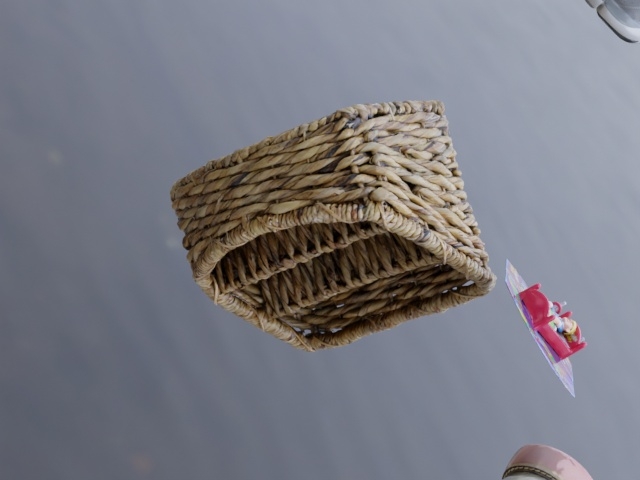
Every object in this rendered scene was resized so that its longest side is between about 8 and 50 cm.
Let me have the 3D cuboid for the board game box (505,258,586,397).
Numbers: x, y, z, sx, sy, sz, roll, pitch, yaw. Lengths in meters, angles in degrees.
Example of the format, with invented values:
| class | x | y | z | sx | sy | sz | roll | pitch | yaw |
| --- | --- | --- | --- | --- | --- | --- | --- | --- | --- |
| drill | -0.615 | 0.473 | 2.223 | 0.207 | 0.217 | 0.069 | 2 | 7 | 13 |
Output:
| class | x | y | z | sx | sy | sz | roll | pitch | yaw |
| --- | --- | --- | --- | --- | --- | --- | --- | --- | --- |
| board game box | 0.231 | 0.077 | 1.580 | 0.133 | 0.033 | 0.169 | 59 | 12 | -6 |

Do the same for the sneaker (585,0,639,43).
| class | x | y | z | sx | sy | sz | roll | pitch | yaw |
| --- | --- | --- | --- | --- | --- | --- | --- | --- | --- |
| sneaker | 0.315 | -0.335 | 1.742 | 0.228 | 0.132 | 0.086 | 42 | 27 | -12 |

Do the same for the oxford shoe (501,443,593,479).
| class | x | y | z | sx | sy | sz | roll | pitch | yaw |
| --- | --- | --- | --- | --- | --- | --- | --- | --- | --- |
| oxford shoe | 0.249 | 0.412 | 1.685 | 0.146 | 0.140 | 0.397 | -42 | 118 | -38 |

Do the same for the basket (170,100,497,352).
| class | x | y | z | sx | sy | sz | roll | pitch | yaw |
| --- | --- | --- | --- | --- | --- | --- | --- | --- | --- |
| basket | 0.000 | 0.000 | 1.694 | 0.213 | 0.299 | 0.223 | -9 | 82 | -50 |
